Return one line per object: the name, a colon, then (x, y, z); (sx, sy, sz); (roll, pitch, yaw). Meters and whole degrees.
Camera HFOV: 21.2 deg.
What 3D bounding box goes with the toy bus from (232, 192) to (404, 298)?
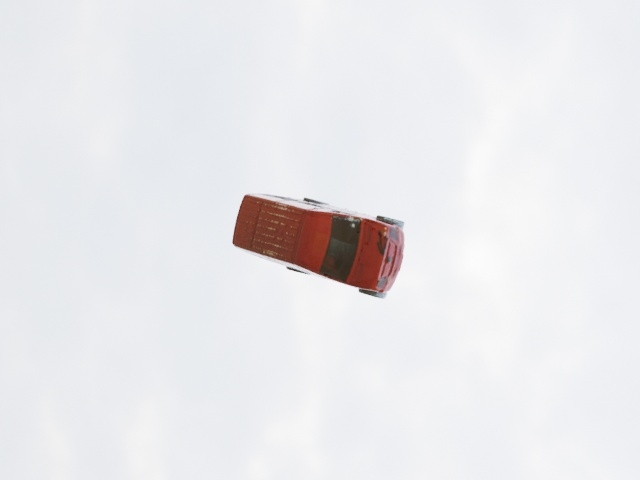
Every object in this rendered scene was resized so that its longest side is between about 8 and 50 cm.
toy bus: (0.000, 0.000, 1.747); (0.195, 0.089, 0.081); (16, -88, 50)
